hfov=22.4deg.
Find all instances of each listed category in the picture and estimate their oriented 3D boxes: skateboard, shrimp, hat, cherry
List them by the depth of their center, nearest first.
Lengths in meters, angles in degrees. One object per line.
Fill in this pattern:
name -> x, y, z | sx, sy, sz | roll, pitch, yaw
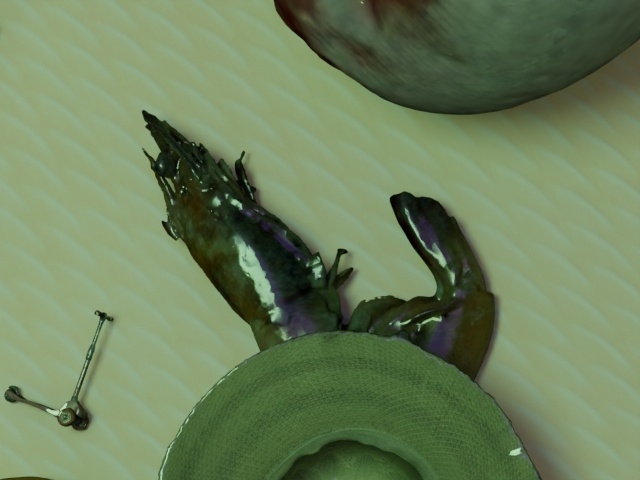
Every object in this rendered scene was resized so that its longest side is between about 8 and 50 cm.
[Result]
cherry -> 0.115, -0.244, 1.020 | 0.335, 0.326, 0.291 | -36, 86, -3
hat -> 0.017, 0.185, 1.049 | 0.252, 0.110, 0.252 | 0, 80, -3
shrimp -> 0.000, 0.000, 1.121 | 0.169, 0.058, 0.296 | -35, 82, -10
skateboard -> -0.179, 0.084, 1.129 | 0.064, 0.032, 0.083 | 19, 83, 19

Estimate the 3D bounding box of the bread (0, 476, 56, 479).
bread -> -0.203, 0.226, 0.968 | 0.142, 0.305, 0.091 | -18, 103, 2
